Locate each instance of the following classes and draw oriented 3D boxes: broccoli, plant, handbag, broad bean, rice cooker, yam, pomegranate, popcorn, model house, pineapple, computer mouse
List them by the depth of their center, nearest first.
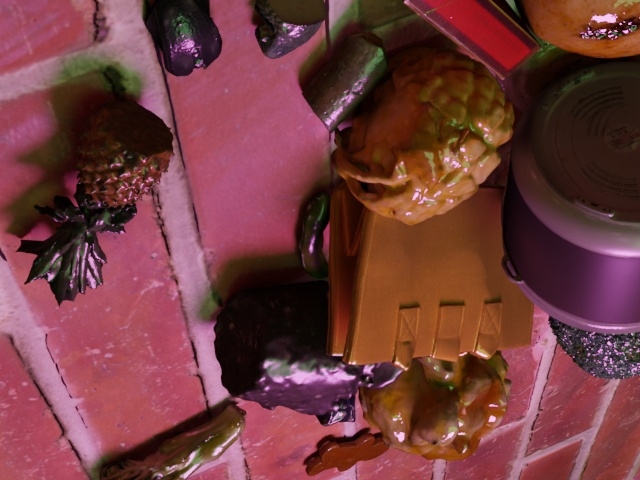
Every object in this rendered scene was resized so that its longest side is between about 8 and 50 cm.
[{"bbox_3d":[-0.149,-0.227,1.225,0.079,0.047,0.135,-23,150,-7],"label":"computer mouse"},{"bbox_3d":[-0.045,-0.254,1.268,0.078,0.066,0.083,-18,166,-36],"label":"model house"},{"bbox_3d":[0.345,-0.341,1.277,0.260,0.260,0.260,-20,147,-14],"label":"pomegranate"},{"bbox_3d":[-0.275,-0.045,1.330,0.277,0.119,0.130,-52,-175,34],"label":"pineapple"},{"bbox_3d":[0.032,-0.204,1.380,0.069,0.070,0.146,11,130,-46],"label":"yam"},{"bbox_3d":[0.138,-0.144,1.418,0.250,0.250,0.190,-41,111,18],"label":"popcorn"},{"bbox_3d":[0.424,-0.052,1.539,0.335,0.335,0.325,-24,148,-8],"label":"rice cooker"},{"bbox_3d":[-0.004,0.003,1.667,0.069,0.039,0.227,-32,151,-13],"label":"broad bean"},{"bbox_3d":[0.176,0.052,1.673,0.401,0.133,0.283,0,93,-41],"label":"handbag"},{"bbox_3d":[-0.020,0.168,1.736,0.276,0.188,0.199,9,139,-31],"label":"plant"},{"bbox_3d":[-0.254,0.410,1.974,0.304,0.165,0.145,-42,140,0],"label":"broccoli"},{"bbox_3d":[0.203,0.259,1.993,0.279,0.274,0.335,-16,153,41],"label":"popcorn"},{"bbox_3d":[0.030,0.256,1.994,0.072,0.115,0.139,0,123,-28],"label":"handbag"},{"bbox_3d":[0.579,0.130,2.099,0.275,0.307,0.308,-56,155,-22],"label":"broccoli"}]

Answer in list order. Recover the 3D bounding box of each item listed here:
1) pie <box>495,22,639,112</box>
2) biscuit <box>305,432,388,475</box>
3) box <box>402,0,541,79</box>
[{"bbox_3d":[0.412,-0.283,1.549,0.339,0.077,0.339,-21,148,-14],"label":"pie"},{"bbox_3d":[0.065,0.460,2.365,0.205,0.031,0.138,-3,140,-35],"label":"biscuit"},{"bbox_3d":[0.147,-0.296,1.257,0.074,0.153,0.239,-38,147,22],"label":"box"}]
